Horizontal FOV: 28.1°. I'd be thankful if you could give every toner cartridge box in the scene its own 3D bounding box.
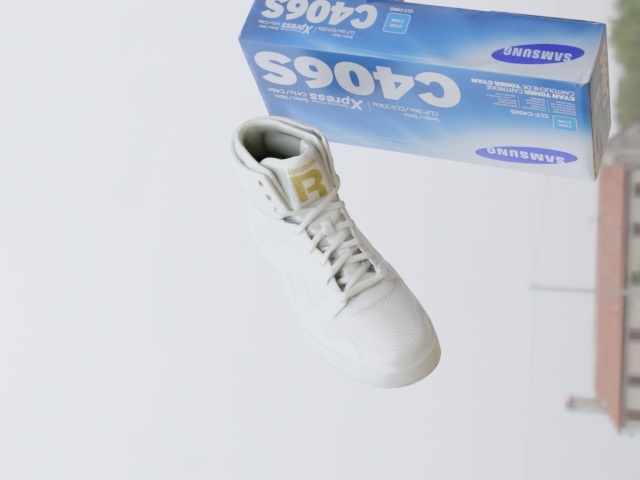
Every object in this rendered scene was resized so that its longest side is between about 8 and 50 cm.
[{"bbox_3d":[0.105,-0.156,1.267,0.165,0.348,0.075,65,-140,-57],"label":"toner cartridge box"}]

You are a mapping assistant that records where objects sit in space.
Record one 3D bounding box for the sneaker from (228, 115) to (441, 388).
[{"bbox_3d":[0.000,0.000,1.190,0.108,0.292,0.169,-31,-41,-15],"label":"sneaker"}]
